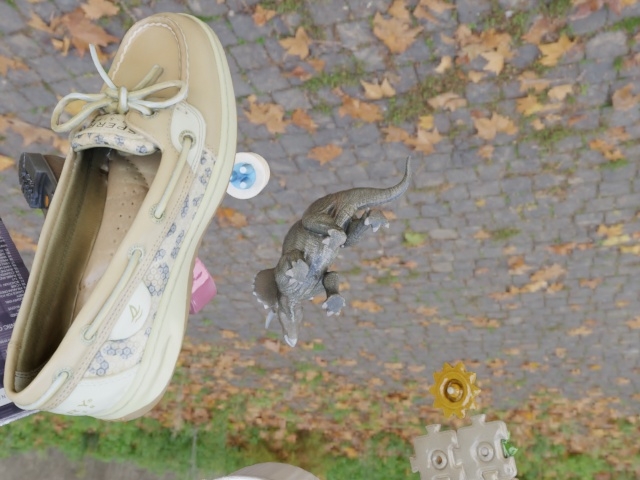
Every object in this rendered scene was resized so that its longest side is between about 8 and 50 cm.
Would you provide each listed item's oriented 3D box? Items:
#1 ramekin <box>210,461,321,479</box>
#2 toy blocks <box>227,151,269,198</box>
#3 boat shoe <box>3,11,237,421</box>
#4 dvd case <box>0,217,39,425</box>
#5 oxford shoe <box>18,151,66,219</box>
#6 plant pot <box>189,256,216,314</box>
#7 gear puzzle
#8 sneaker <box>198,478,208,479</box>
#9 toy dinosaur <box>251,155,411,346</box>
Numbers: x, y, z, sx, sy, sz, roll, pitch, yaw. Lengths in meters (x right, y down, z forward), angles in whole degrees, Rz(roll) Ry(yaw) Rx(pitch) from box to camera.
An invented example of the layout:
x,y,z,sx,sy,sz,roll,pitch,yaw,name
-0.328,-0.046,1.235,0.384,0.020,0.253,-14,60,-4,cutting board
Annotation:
x,y,z,sx,sy,sz,roll,pitch,yaw,name
-0.080,0.457,1.010,0.277,0.277,0.135,-4,178,17,ramekin
-0.115,-0.099,0.818,0.123,0.054,0.148,40,-176,-6,toy blocks
-0.126,-0.029,0.458,0.104,0.285,0.089,-3,164,29,boat shoe
-0.290,0.041,0.513,0.018,0.221,0.164,-42,164,35,dvd case
-0.316,-0.039,0.931,0.096,0.227,0.083,-5,139,-41,oxford shoe
-0.306,0.077,1.181,0.201,0.180,0.201,38,156,20,plant pot
0.220,0.348,1.037,0.175,0.339,0.044,-24,157,36,gear puzzle
-0.225,0.516,1.456,0.032,0.037,0.083,-43,141,19,sneaker
0.000,0.000,0.950,0.121,0.313,0.160,27,-176,-27,toy dinosaur
